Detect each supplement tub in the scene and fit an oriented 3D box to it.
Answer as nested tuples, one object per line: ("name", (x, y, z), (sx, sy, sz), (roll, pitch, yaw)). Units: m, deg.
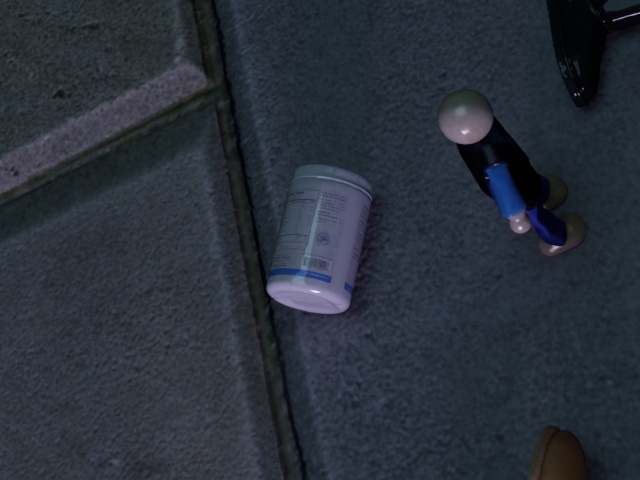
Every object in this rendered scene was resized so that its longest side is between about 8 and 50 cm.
("supplement tub", (0.000, 0.000, 1.121), (0.071, 0.071, 0.107), (2, 69, 32))

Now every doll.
("doll", (0.130, -0.055, 0.993), (0.046, 0.189, 0.129), (-31, 57, 16))

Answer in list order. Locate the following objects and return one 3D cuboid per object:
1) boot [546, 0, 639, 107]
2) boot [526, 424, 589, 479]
("boot", (0.231, -0.170, 1.076), (0.099, 0.045, 0.121), (-16, 61, 21))
("boot", (0.217, 0.211, 0.900), (0.152, 0.073, 0.197), (-12, 74, 27))
